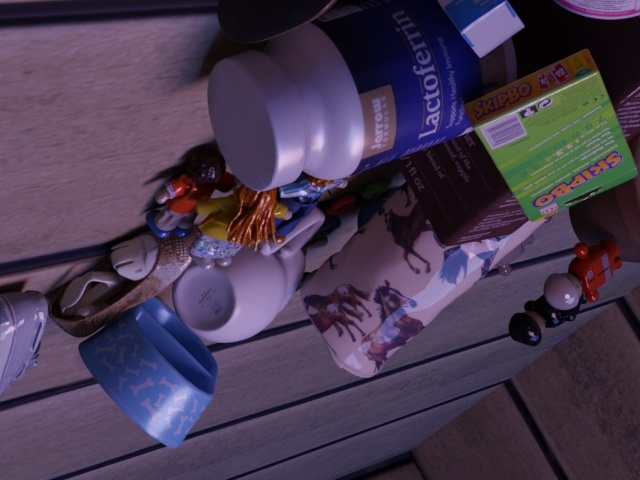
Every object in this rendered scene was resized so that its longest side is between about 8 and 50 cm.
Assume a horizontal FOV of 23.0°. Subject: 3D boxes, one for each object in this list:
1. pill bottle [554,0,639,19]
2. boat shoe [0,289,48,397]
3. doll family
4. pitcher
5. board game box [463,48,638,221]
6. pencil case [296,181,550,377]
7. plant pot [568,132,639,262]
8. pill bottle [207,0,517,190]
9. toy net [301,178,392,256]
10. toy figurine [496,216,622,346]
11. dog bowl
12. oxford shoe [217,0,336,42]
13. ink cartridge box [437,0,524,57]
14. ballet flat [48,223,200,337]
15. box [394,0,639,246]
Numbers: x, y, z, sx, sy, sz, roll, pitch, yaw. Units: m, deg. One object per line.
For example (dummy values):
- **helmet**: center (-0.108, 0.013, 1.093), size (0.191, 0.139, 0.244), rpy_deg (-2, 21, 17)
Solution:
- **pill bottle**: center (0.242, -0.304, 1.304), size (0.160, 0.160, 0.283), rpy_deg (-30, 164, 2)
- **boat shoe**: center (-0.351, 0.126, 1.767), size (0.081, 0.079, 0.227), rpy_deg (-15, 156, -29)
- **doll family**: center (-0.048, -0.044, 1.686), size (0.263, 0.118, 0.163), rpy_deg (-17, 160, -36)
- **pitcher**: center (-0.081, 0.034, 1.905), size (0.177, 0.125, 0.207), rpy_deg (-53, 167, 20)
- **board game box**: center (0.231, -0.094, 1.527), size (0.124, 0.039, 0.259), rpy_deg (-24, 152, 10)
- **pencil case**: center (0.150, -0.019, 1.949), size (0.160, 0.183, 0.410), rpy_deg (35, 114, -24)
- **plant pot**: center (0.509, -0.066, 2.423), size (0.263, 0.263, 0.229), rpy_deg (-19, 180, -33)
- **pill bottle**: center (0.038, -0.144, 1.462), size (0.265, 0.153, 0.153), rpy_deg (-21, 163, -26)
- **toy net**: center (0.000, 0.000, 2.041), size (0.232, 0.045, 0.122), rpy_deg (-28, 164, -2)
- **toy figurine**: center (0.330, 0.035, 2.415), size (0.148, 0.209, 0.213), rpy_deg (-34, 168, -29)
- **dog bowl**: center (-0.195, 0.144, 1.864), size (0.074, 0.166, 0.297), rpy_deg (-43, -173, 5)
- **oxford shoe**: center (0.009, -0.231, 1.300), size (0.212, 0.076, 0.076), rpy_deg (-33, 175, 17)
- **ink cartridge box**: center (0.121, -0.233, 1.388), size (0.052, 0.122, 0.088), rpy_deg (-36, 164, 10)
- **ballet flat**: center (-0.224, 0.042, 1.753), size (0.206, 0.073, 0.067), rpy_deg (-39, 148, 19)
- **box**: center (0.242, -0.171, 1.660), size (0.143, 0.191, 0.381), rpy_deg (-9, 154, -48)
